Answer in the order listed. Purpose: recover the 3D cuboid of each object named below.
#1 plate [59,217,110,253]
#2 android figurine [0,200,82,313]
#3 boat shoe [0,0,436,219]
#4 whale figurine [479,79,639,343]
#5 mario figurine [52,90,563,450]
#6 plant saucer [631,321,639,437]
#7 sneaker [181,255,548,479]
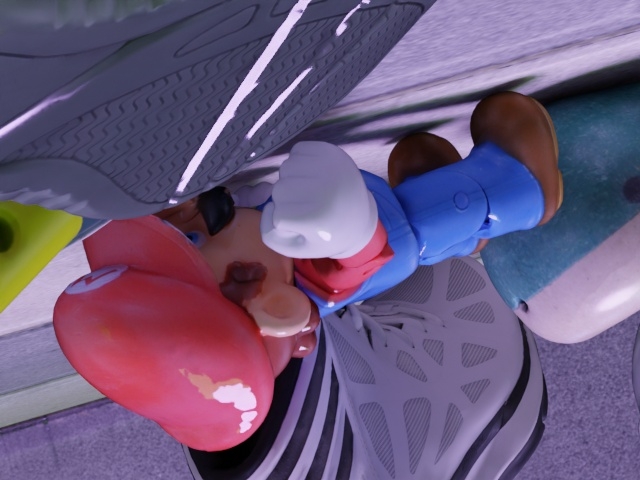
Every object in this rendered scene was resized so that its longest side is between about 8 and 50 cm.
[{"bbox_3d":[-0.173,0.004,0.874,0.188,0.024,0.188,-22,-166,6],"label":"plate"},{"bbox_3d":[-0.184,0.037,0.666,0.248,0.056,0.273,-24,-162,48],"label":"android figurine"},{"bbox_3d":[-0.071,-0.067,0.424,0.320,0.103,0.118,-18,158,-48],"label":"boat shoe"},{"bbox_3d":[0.213,-0.056,1.224,0.272,0.141,0.216,-40,176,-15],"label":"whale figurine"},{"bbox_3d":[-0.016,-0.018,1.046,0.320,0.170,0.198,-25,145,-40],"label":"mario figurine"},{"bbox_3d":[0.364,-0.010,1.566,0.400,0.100,0.400,-43,159,-21],"label":"plant saucer"},{"bbox_3d":[0.029,0.069,1.292,0.169,0.257,0.447,-12,-154,22],"label":"sneaker"}]
